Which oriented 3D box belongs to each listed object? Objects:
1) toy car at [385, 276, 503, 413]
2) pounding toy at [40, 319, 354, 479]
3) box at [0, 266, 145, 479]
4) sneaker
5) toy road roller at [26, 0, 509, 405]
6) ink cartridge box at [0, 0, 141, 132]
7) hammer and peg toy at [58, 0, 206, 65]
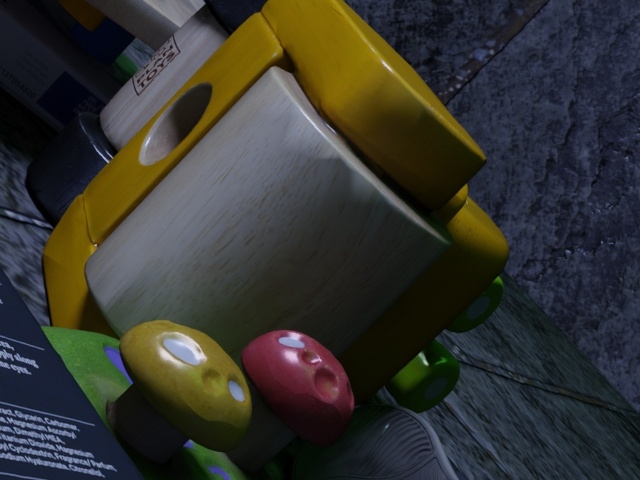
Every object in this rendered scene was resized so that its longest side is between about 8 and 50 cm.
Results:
[{"bbox_3d":[-0.002,0.034,1.012,0.188,0.149,0.155,-8,43,-41],"label":"toy car"},{"bbox_3d":[-0.070,0.057,0.547,0.237,0.110,0.183,44,9,-7],"label":"pounding toy"},{"bbox_3d":[-0.166,0.025,0.303,0.184,0.103,0.261,53,13,28],"label":"box"},{"bbox_3d":[0.059,0.175,0.758,0.118,0.083,0.222,64,-10,-28],"label":"sneaker"},{"bbox_3d":[0.000,0.000,0.799,0.240,0.202,0.329,40,10,-24],"label":"toy road roller"},{"bbox_3d":[-0.213,-0.157,1.054,0.223,0.045,0.224,40,10,-27],"label":"ink cartridge box"},{"bbox_3d":[-0.176,-0.233,0.997,0.266,0.127,0.361,34,15,-43],"label":"hammer and peg toy"}]
